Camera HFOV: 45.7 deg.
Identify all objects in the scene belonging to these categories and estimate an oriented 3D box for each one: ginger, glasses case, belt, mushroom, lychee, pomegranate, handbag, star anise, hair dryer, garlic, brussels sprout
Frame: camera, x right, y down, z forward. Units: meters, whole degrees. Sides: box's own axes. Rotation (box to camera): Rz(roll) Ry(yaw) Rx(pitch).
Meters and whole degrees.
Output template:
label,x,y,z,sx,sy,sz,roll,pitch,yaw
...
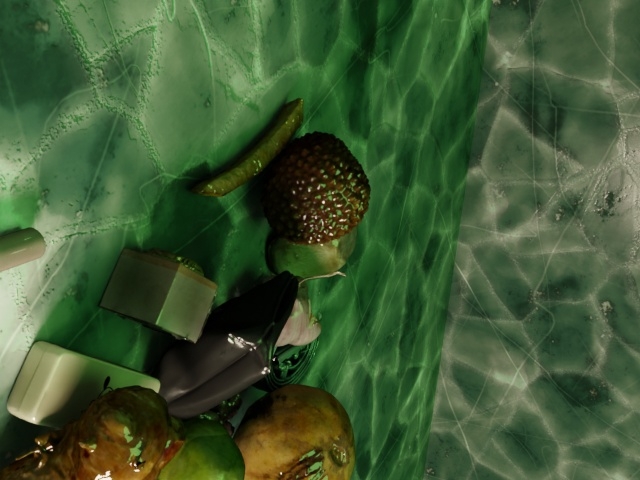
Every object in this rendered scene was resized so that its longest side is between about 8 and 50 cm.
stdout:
label,x,y,z,sx,sy,sz,roll,pitch,yaw
ginger,-0.407,0.386,1.228,0.418,0.176,0.254,-32,154,-22
glasses case,-0.415,0.278,1.372,0.131,0.070,0.313,-69,154,-12
belt,-0.094,0.272,1.951,0.267,0.116,0.207,-37,131,-48
mushroom,-0.002,0.008,1.941,0.267,0.164,0.190,-30,129,-55
lychee,-0.018,-0.113,1.759,0.267,0.267,0.268,-39,137,-50
pomegranate,-0.064,0.504,1.804,0.322,0.322,0.322,-39,137,-50
handbag,-0.183,0.196,1.572,0.152,0.342,0.288,50,34,-12
star anise,-0.240,0.401,1.781,0.197,0.073,0.212,-61,153,-21
hair dryer,-0.499,0.106,1.136,0.195,0.053,0.220,-30,130,-56
garlic,-0.064,0.127,1.802,0.256,0.207,0.207,-43,152,4
brussels sprout,-0.281,0.492,1.591,0.210,0.219,0.271,-19,152,-54

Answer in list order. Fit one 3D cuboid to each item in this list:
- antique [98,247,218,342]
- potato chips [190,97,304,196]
label,x,y,z,sx,sy,sz,roll,pitch,yaw
antique,-0.297,0.098,1.429,0.152,0.146,0.148,42,64,-60
potato chips,-0.148,-0.186,1.669,0.407,0.057,0.080,-49,131,-41
